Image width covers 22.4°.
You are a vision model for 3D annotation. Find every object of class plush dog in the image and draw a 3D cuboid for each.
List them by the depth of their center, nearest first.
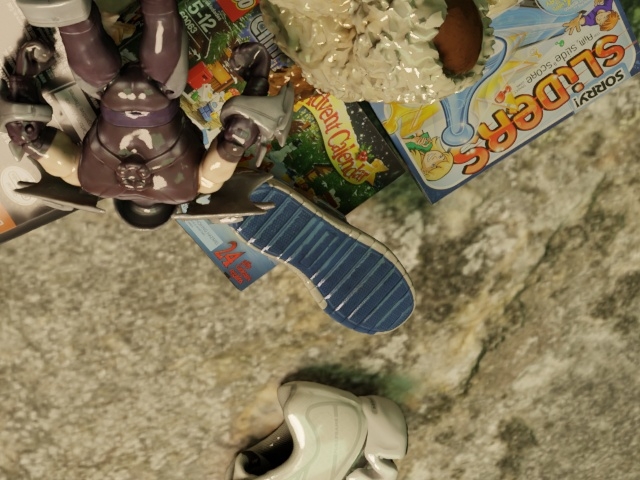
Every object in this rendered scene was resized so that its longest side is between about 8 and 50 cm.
[{"bbox_3d":[0.007,-0.209,1.027,0.210,0.262,0.225,-15,113,34],"label":"plush dog"}]

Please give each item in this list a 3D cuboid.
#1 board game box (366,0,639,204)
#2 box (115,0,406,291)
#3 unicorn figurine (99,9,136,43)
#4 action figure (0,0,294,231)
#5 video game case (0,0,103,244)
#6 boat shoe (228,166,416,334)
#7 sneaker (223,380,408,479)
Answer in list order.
[{"bbox_3d":[0.136,-0.133,1.223,0.201,0.035,0.136,-33,128,3],"label":"board game box"},{"bbox_3d":[-0.062,-0.087,1.170,0.159,0.044,0.233,-36,128,5],"label":"box"},{"bbox_3d":[-0.181,-0.159,1.062,0.111,0.060,0.162,9,103,11],"label":"unicorn figurine"},{"bbox_3d":[-0.109,-0.100,0.955,0.185,0.099,0.285,-4,141,-2],"label":"action figure"},{"bbox_3d":[-0.273,-0.108,1.025,0.248,0.035,0.275,-23,120,8],"label":"video game case"},{"bbox_3d":[0.000,0.000,1.182,0.066,0.066,0.183,-44,122,8],"label":"boat shoe"},{"bbox_3d":[-0.044,0.243,1.377,0.118,0.110,0.292,23,104,-24],"label":"sneaker"}]
